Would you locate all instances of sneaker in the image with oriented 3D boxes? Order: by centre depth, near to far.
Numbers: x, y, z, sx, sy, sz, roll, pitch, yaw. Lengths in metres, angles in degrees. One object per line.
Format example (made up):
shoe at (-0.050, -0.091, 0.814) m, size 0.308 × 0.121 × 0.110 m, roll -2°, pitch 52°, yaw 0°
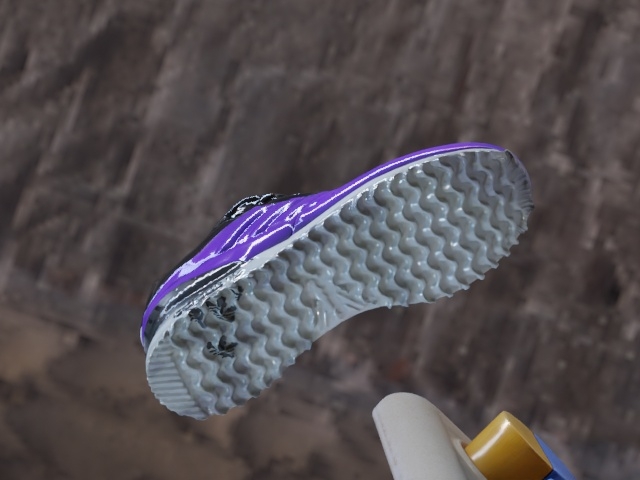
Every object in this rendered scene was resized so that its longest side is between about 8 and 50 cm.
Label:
sneaker at (-0.001, -0.001, 1.375) m, size 0.102 × 0.293 × 0.146 m, roll 63°, pitch 179°, yaw -27°

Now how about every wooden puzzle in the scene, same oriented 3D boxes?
wooden puzzle at (0.209, 0.252, 1.538) m, size 0.080 × 0.348 × 0.322 m, roll -50°, pitch 12°, yaw 8°
